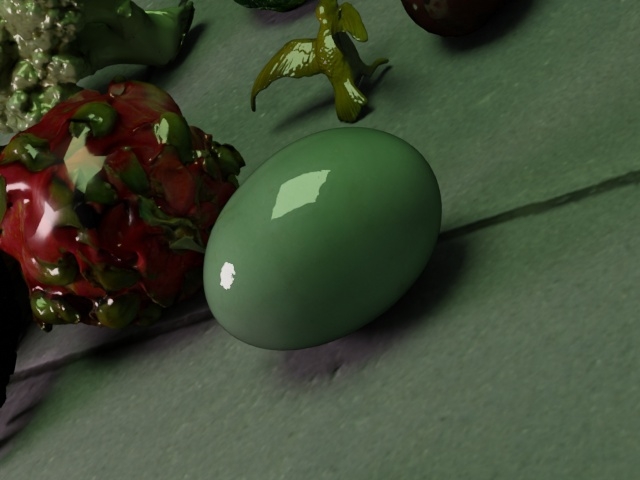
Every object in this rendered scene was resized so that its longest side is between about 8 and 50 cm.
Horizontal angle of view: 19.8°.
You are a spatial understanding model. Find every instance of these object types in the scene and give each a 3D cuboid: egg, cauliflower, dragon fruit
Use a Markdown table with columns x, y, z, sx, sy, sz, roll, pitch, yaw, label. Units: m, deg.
| x | y | z | sx | sy | sz | roll | pitch | yaw | label |
| --- | --- | --- | --- | --- | --- | --- | --- | --- | --- |
| 0.000 | 0.000 | 1.590 | 0.231 | 0.168 | 0.168 | -39 | 28 | 10 | egg |
| -0.319 | -0.239 | 2.251 | 0.281 | 0.327 | 0.260 | 14 | 63 | 3 | cauliflower |
| -0.210 | -0.029 | 1.828 | 0.231 | 0.237 | 0.303 | -34 | 9 | -40 | dragon fruit |

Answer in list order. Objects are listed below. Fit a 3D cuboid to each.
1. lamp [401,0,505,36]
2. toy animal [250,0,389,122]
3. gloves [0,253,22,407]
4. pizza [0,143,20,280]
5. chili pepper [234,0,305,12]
| x | y | z | sx | sy | sz | roll | pitch | yaw | label |
| --- | --- | --- | --- | --- | --- | --- | --- | --- | --- |
| 0.151 | -0.284 | 1.878 | 0.156 | 0.135 | 0.157 | 136 | 148 | -73 | lamp |
| 0.019 | -0.201 | 1.943 | 0.219 | 0.095 | 0.155 | -31 | 26 | 46 | toy animal |
| -0.368 | 0.124 | 1.829 | 0.164 | 0.124 | 0.203 | -18 | 69 | 4 | gloves |
| -0.385 | 0.002 | 1.997 | 0.409 | 0.114 | 0.277 | -44 | -17 | -38 | pizza |
| -0.049 | -0.321 | 2.223 | 0.122 | 0.065 | 0.279 | -44 | 24 | -2 | chili pepper |
